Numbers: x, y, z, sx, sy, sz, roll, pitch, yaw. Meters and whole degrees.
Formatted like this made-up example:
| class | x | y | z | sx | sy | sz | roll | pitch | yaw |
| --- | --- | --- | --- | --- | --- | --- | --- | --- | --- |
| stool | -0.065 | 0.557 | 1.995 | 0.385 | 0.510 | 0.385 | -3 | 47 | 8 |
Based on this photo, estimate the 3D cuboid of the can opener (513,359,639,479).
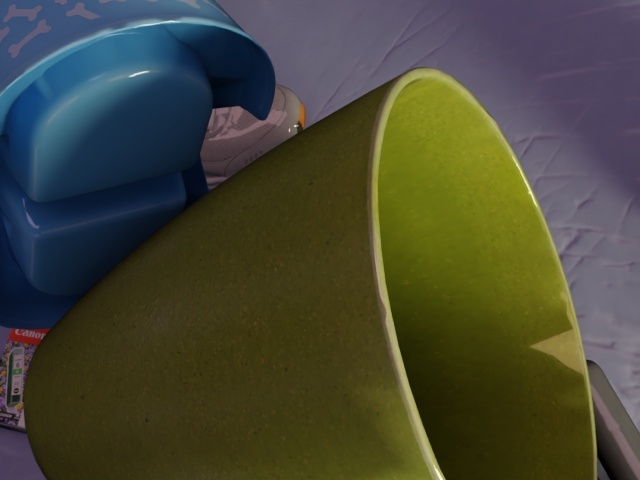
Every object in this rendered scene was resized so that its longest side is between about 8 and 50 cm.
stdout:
| class | x | y | z | sx | sy | sz | roll | pitch | yaw |
| --- | --- | --- | --- | --- | --- | --- | --- | --- | --- |
| can opener | 0.207 | 0.201 | 0.530 | 0.074 | 0.093 | 0.280 | -25 | 62 | 2 |

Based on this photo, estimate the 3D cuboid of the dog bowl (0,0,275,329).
| class | x | y | z | sx | sy | sz | roll | pitch | yaw |
| --- | --- | --- | --- | --- | --- | --- | --- | --- | --- |
| dog bowl | -0.133 | -0.049 | 0.524 | 0.166 | 0.297 | 0.074 | -16 | 66 | -27 |

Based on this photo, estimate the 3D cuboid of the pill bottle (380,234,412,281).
| class | x | y | z | sx | sy | sz | roll | pitch | yaw |
| --- | --- | --- | --- | --- | --- | --- | --- | --- | --- |
| pill bottle | 0.000 | 0.000 | 0.655 | 0.137 | 0.078 | 0.078 | 0 | 65 | 7 |

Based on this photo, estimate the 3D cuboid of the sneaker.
| class | x | y | z | sx | sy | sz | roll | pitch | yaw |
| --- | --- | --- | --- | --- | --- | --- | --- | --- | --- |
| sneaker | -0.145 | -0.106 | 0.700 | 0.263 | 0.121 | 0.099 | 0 | 66 | 8 |

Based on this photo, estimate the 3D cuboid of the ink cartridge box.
| class | x | y | z | sx | sy | sz | roll | pitch | yaw |
| --- | --- | --- | --- | --- | --- | --- | --- | --- | --- |
| ink cartridge box | -0.207 | 0.089 | 0.668 | 0.063 | 0.029 | 0.115 | 9 | 67 | 12 |

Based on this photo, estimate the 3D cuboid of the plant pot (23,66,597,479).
| class | x | y | z | sx | sy | sz | roll | pitch | yaw |
| --- | --- | --- | --- | --- | --- | --- | --- | --- | --- |
| plant pot | -0.025 | 0.077 | 0.529 | 0.294 | 0.275 | 0.274 | -17 | 61 | 29 |
